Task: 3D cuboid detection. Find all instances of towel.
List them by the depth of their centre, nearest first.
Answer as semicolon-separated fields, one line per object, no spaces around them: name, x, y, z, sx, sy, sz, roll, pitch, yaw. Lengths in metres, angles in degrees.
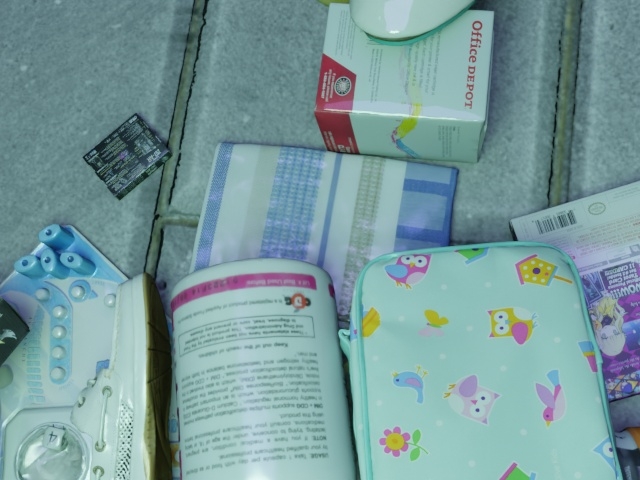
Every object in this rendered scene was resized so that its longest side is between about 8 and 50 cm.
towel;0.000;0.000;0.972;0.285;0.034;0.209;7;74;7

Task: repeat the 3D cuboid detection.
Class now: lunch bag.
lunch bag;0.130;0.134;0.771;0.224;0.108;0.279;-7;55;8

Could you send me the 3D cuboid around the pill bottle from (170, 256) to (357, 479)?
pill bottle;-0.052;0.172;0.815;0.160;0.160;0.283;-9;70;5

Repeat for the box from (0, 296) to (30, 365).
box;-0.431;0.142;0.876;0.183;0.056;0.231;9;50;34

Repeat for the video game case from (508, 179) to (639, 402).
video game case;0.336;0.043;0.903;0.232;0.042;0.210;-18;72;7

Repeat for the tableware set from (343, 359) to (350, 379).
tableware set;0.131;0.125;0.909;0.194;0.039;0.128;-32;103;4

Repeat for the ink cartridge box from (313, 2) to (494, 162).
ink cartridge box;0.094;-0.167;0.953;0.176;0.127;0.128;6;75;10

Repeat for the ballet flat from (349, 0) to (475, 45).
ballet flat;0.158;-0.356;0.921;0.139;0.139;0.400;36;58;14

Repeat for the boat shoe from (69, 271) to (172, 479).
boat shoe;-0.201;0.169;0.866;0.096;0.098;0.277;-3;76;5

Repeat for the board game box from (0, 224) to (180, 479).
board game box;-0.287;0.236;0.937;0.390;0.050;0.390;41;83;15

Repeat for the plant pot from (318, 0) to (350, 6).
plant pot;0.035;-0.350;1.026;0.134;0.095;0.134;-2;76;7

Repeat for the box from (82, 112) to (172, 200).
box;-0.226;-0.099;1.033;0.083;0.018;0.067;-41;74;-5

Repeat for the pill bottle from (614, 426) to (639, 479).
pill bottle;0.203;0.236;0.832;0.245;0.130;0.130;-10;74;4
